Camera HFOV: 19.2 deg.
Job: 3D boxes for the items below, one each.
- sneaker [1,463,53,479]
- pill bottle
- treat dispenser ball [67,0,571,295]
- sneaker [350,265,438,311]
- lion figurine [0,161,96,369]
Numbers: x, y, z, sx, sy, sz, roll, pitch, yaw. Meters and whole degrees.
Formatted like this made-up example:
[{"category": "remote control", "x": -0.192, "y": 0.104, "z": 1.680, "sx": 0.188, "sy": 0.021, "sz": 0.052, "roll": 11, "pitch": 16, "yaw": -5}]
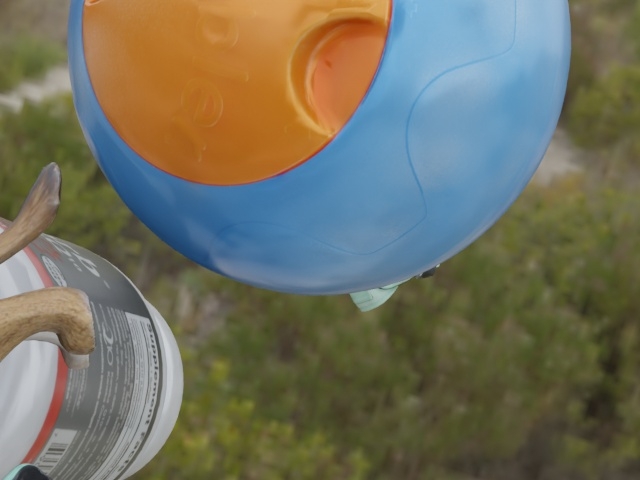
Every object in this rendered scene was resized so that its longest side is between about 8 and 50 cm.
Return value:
[{"category": "sneaker", "x": -0.162, "y": 0.152, "z": 0.879, "sx": 0.038, "sy": 0.069, "sz": 0.098, "roll": 45, "pitch": 31, "yaw": -5}, {"category": "pill bottle", "x": -0.230, "y": 0.093, "z": 1.342, "sx": 0.210, "sy": 0.210, "sz": 0.363, "roll": 19, "pitch": -3, "yaw": 13}, {"category": "treat dispenser ball", "x": -0.001, "y": -0.112, "z": 1.091, "sx": 0.288, "sy": 0.288, "sz": 0.288, "roll": 16, "pitch": 11, "yaw": -3}, {"category": "sneaker", "x": 0.001, "y": 0.000, "z": 1.778, "sx": 0.256, "sy": 0.151, "sz": 0.094, "roll": -12, "pitch": 0, "yaw": -22}, {"category": "lion figurine", "x": -0.240, "y": 0.141, "z": 1.037, "sx": 0.240, "sy": 0.392, "sz": 0.142, "roll": -4, "pitch": 27, "yaw": -9}]
